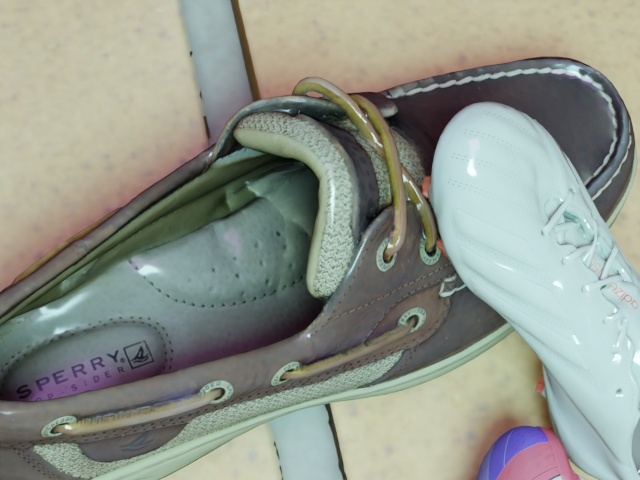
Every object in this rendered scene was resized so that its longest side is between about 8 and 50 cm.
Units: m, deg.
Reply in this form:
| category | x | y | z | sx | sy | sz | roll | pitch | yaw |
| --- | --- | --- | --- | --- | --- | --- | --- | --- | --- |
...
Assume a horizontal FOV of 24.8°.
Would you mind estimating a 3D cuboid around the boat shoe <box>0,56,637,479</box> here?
| category | x | y | z | sx | sy | sz | roll | pitch | yaw |
| --- | --- | --- | --- | --- | --- | --- | --- | --- | --- |
| boat shoe | 0.000 | 0.000 | 0.598 | 0.342 | 0.123 | 0.123 | -23 | 72 | -18 |

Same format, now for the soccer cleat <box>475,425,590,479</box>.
| category | x | y | z | sx | sy | sz | roll | pitch | yaw |
| --- | --- | --- | --- | --- | --- | --- | --- | --- | --- |
| soccer cleat | 0.057 | 0.188 | 0.553 | 0.095 | 0.083 | 0.248 | 6 | 68 | -2 |

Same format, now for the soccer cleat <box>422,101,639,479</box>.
| category | x | y | z | sx | sy | sz | roll | pitch | yaw |
| --- | --- | --- | --- | --- | --- | --- | --- | --- | --- |
| soccer cleat | 0.105 | 0.026 | 0.579 | 0.068 | 0.196 | 0.076 | -43 | 34 | -20 |
